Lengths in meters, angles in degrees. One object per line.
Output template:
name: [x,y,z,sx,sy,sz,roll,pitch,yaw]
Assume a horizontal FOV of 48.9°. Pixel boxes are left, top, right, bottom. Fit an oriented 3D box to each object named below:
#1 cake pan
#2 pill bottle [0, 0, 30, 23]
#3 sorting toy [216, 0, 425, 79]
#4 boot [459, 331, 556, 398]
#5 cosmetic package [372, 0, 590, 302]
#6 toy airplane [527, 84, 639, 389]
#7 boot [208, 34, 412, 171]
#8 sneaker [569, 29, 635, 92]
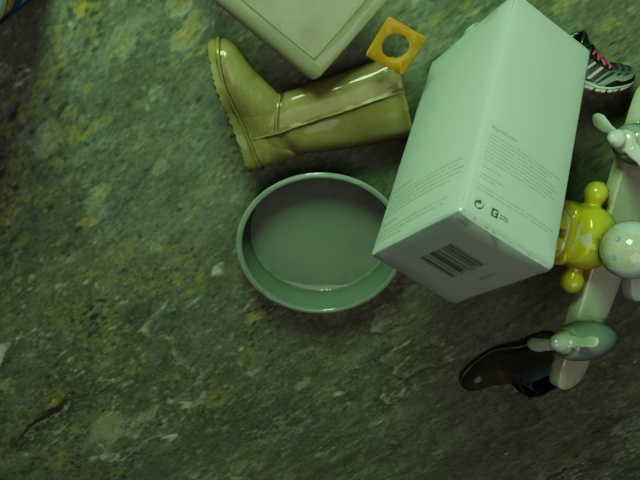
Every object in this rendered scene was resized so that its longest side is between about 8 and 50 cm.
cake pan: [0.000,0.000,1.240,0.293,0.054,0.293,0,123,-1]
pill bottle: [-0.456,-0.337,0.886,0.152,0.272,0.152,0,123,-1]
sorting toy: [-0.014,-0.342,0.954,0.348,0.047,0.196,36,119,-22]
boot: [0.379,0.264,1.384,0.219,0.106,0.082,-30,118,17]
cosmetic package: [0.222,-0.124,0.956,0.155,0.365,0.197,30,152,-17]
toy airplane: [0.455,0.005,1.117,0.384,0.272,0.386,-32,105,-3]
boot: [-0.012,-0.234,1.077,0.270,0.089,0.236,-14,128,6]
sneaker: [0.400,-0.275,1.060,0.171,0.063,0.074,12,128,-2]
